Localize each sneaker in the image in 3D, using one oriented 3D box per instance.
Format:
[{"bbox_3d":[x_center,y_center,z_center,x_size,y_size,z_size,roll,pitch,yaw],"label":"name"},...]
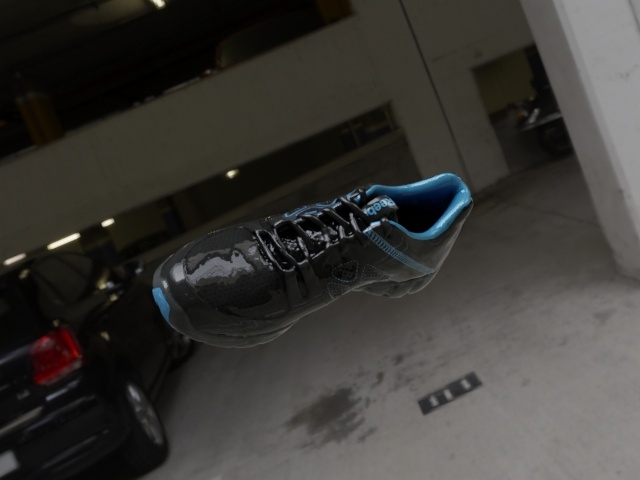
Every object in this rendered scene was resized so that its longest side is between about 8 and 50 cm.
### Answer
[{"bbox_3d":[0.000,0.000,0.785,0.340,0.125,0.140,-15,-27,-34],"label":"sneaker"}]
